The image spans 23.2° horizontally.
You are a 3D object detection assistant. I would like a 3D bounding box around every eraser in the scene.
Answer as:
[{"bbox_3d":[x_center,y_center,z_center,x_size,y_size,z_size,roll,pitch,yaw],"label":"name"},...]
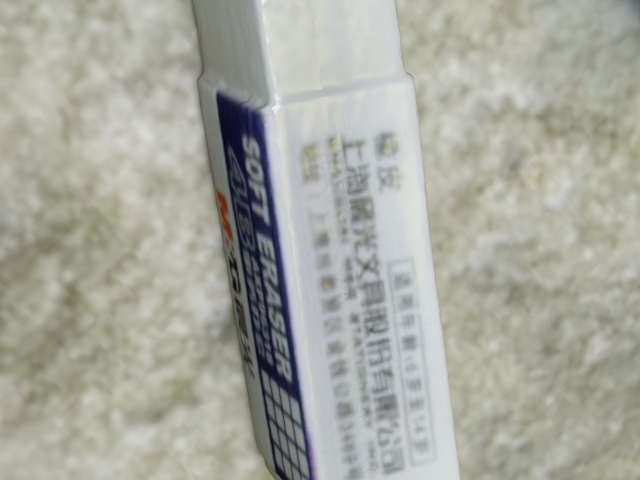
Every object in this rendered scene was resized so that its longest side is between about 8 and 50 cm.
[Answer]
[{"bbox_3d":[0.000,0.000,0.792,0.081,0.124,0.279,-13,106,-16],"label":"eraser"}]
